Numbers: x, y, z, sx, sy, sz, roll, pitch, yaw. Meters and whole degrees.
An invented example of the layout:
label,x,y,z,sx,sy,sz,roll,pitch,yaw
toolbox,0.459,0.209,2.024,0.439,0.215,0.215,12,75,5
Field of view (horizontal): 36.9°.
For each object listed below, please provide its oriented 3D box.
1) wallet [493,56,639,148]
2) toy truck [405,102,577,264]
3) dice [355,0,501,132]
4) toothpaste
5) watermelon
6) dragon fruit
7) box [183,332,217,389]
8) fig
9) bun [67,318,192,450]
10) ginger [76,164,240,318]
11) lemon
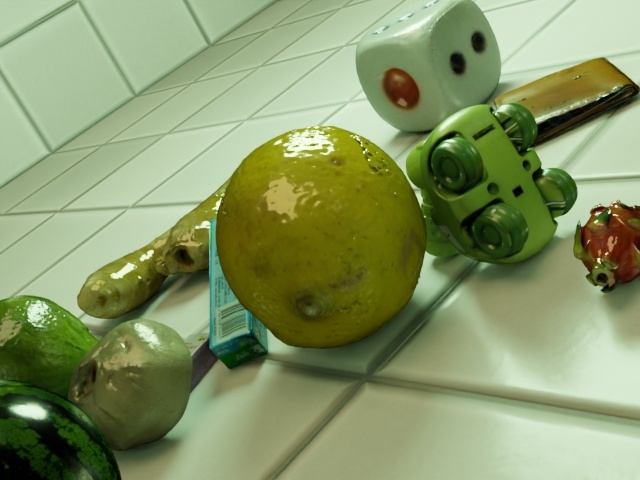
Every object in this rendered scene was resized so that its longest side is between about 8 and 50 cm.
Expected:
label,x,y,z,sx,sy,sz,roll,pitch,yaw
wallet,0.371,-0.212,1.469,0.195,0.042,0.161,-23,26,9
toy truck,0.181,-0.067,1.166,0.148,0.187,0.210,-33,20,-30
dice,0.193,-0.315,1.711,0.193,0.194,0.192,-4,31,51
toothpaste,-0.116,0.059,1.339,0.065,0.050,0.266,-25,38,14
watermelon,-0.332,0.270,0.963,0.269,0.269,0.269,-25,21,10
dragon fruit,0.305,0.008,0.990,0.086,0.081,0.116,10,37,8
box,-0.183,0.171,1.287,0.051,0.036,0.117,-11,27,36
fig,-0.392,0.186,1.406,0.235,0.203,0.203,11,22,-7
bun,-0.247,0.179,1.191,0.166,0.113,0.173,33,95,46
ginger,-0.215,0.001,1.641,0.363,0.122,0.348,-26,18,22
lemon,0.000,0.000,1.151,0.258,0.258,0.310,-25,24,10
